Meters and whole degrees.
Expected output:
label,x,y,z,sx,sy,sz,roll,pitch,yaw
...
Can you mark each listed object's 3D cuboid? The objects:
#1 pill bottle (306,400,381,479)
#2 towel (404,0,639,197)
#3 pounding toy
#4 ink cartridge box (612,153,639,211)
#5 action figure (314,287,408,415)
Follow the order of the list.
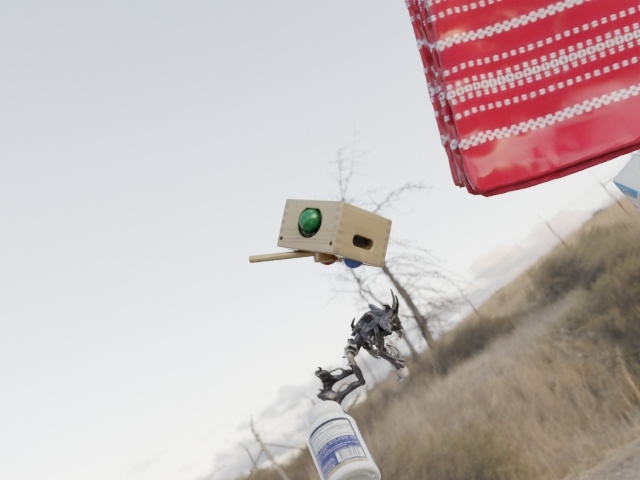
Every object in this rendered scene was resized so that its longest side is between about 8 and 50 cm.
label,x,y,z,sx,sy,sz,roll,pitch,yaw
pill bottle,0.031,0.358,1.116,0.094,0.169,0.094,-9,-59,-15
towel,0.140,-0.177,0.364,0.199,0.274,0.031,-15,-1,11
pounding toy,0.000,0.000,0.909,0.130,0.100,0.141,6,-8,43
ink cartridge box,0.572,-0.058,1.057,0.181,0.104,0.061,33,-83,-34
action figure,0.109,0.243,1.409,0.275,0.141,0.164,-52,21,6
